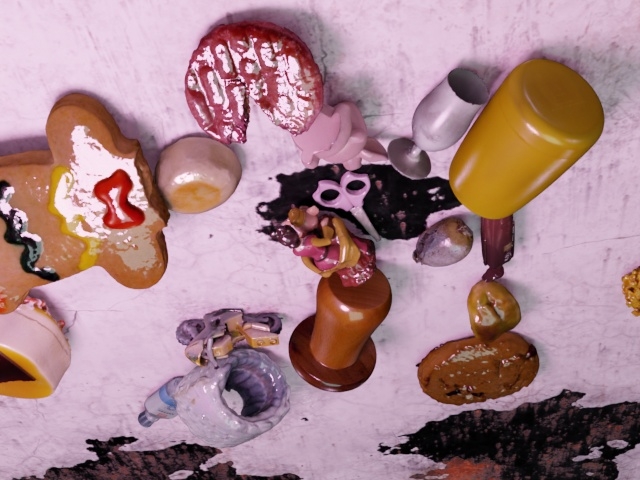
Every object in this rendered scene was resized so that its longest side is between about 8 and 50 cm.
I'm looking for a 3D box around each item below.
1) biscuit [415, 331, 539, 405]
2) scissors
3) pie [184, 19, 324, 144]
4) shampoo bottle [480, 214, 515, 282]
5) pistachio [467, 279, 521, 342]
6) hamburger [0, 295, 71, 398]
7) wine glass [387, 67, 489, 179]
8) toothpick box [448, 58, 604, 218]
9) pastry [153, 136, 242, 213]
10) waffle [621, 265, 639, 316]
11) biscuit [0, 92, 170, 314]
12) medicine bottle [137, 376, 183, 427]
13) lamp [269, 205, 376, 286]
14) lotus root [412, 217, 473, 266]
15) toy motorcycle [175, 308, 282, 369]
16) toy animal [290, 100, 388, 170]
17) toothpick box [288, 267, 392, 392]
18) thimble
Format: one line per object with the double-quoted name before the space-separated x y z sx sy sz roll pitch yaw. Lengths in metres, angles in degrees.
"biscuit" 0.373 0.312 2.498 0.296 0.075 0.296 -3 145 -2
"scissors" 0.069 -0.058 1.988 0.110 0.021 0.212 -20 142 16
"pie" -0.101 -0.240 1.629 0.218 0.054 0.204 5 123 9
"shampoo bottle" 0.342 0.000 2.061 0.068 0.067 0.236 -15 144 0
"pistachio" 0.371 0.157 2.257 0.110 0.100 0.189 -7 144 10
"hamburger" -0.640 0.215 2.193 0.227 0.151 0.295 -1 149 5
"wine glass" 0.194 -0.193 1.752 0.093 0.093 0.202 12 144 -22
"toothpick box" 0.327 -0.154 1.755 0.175 0.175 0.271 10 145 -19
"pastry" -0.212 -0.108 1.832 0.156 0.092 0.156 -5 150 -3
"waffle" 0.737 0.098 2.240 0.193 0.070 0.197 -21 142 23
"biscuit" -0.462 -0.048 1.778 0.394 0.076 0.368 -10 120 7
"medicine bottle" -0.371 0.393 2.547 0.090 0.054 0.208 21 138 -31
"lamp" 0.000 0.000 1.984 0.118 0.118 0.253 -32 135 33
"lotus root" 0.233 0.011 2.058 0.088 0.088 0.165 18 149 -28
"toy motorcycle" -0.194 0.211 2.246 0.229 0.130 0.094 -5 125 1
"toy animal" 0.029 -0.179 1.762 0.124 0.124 0.212 -21 169 22
"toothpick box" 0.043 0.182 2.190 0.192 0.192 0.294 4 138 -12
"thimble" -0.195 0.352 2.376 0.250 0.205 0.172 17 148 -40
